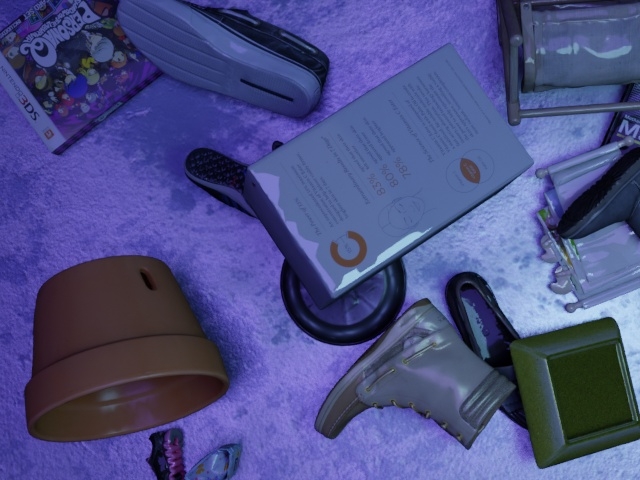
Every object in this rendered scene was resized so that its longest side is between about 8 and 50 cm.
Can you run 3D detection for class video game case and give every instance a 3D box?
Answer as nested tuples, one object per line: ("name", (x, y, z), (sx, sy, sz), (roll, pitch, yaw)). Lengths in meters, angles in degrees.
("video game case", (-0.394, -0.287, 1.653), (0.232, 0.042, 0.210), (-37, 86, 3))

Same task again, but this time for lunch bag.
("lunch bag", (-0.156, 0.345, 1.583), (0.083, 0.071, 0.053), (-45, 82, 2))

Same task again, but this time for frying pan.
("frying pan", (0.030, 0.000, 1.595), (0.197, 0.053, 0.326), (-4, 90, 5))

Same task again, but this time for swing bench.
("swing bench", (0.387, -0.316, 1.498), (0.253, 0.165, 0.254), (-3, 50, 7))

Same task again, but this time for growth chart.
("growth chart", (0.405, -0.019, 1.539), (0.172, 0.021, 0.237), (-15, 96, 13))

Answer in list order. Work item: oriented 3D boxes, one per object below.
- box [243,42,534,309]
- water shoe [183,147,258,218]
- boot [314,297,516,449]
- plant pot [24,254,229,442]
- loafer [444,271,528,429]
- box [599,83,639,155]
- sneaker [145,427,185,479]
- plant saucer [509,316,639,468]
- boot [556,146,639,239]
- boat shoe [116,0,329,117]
("box", (0.090, -0.087, 1.492), (0.345, 0.168, 0.215), (-33, 85, -11))
("water shoe", (-0.113, -0.078, 1.597), (0.203, 0.080, 0.073), (31, 78, 2))
("boot", (0.135, 0.243, 1.529), (0.203, 0.095, 0.262), (44, 97, 13))
("plant pot", (-0.297, 0.153, 1.520), (0.291, 0.291, 0.203), (-19, 69, 5))
("loafer", (0.264, 0.169, 1.540), (0.096, 0.084, 0.267), (-31, 85, 4))
("box", (0.518, -0.132, 1.548), (0.191, 0.045, 0.184), (25, 93, 6))
("sneaker", (-0.243, 0.350, 1.611), (0.057, 0.047, 0.119), (-5, 83, 22))
("plant saucer", (0.383, 0.218, 1.507), (0.188, 0.045, 0.188), (-11, 86, -21))
("boot", (0.466, -0.005, 1.488), (0.189, 0.076, 0.208), (-41, 105, 0))
("boat shoe", (-0.145, -0.299, 1.600), (0.335, 0.121, 0.119), (27, 49, -2))
